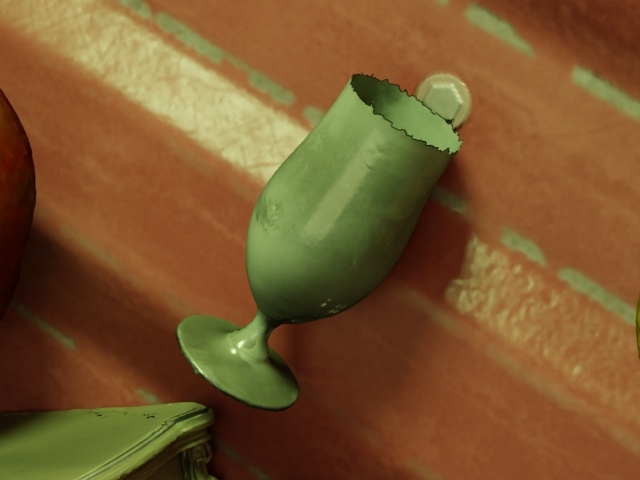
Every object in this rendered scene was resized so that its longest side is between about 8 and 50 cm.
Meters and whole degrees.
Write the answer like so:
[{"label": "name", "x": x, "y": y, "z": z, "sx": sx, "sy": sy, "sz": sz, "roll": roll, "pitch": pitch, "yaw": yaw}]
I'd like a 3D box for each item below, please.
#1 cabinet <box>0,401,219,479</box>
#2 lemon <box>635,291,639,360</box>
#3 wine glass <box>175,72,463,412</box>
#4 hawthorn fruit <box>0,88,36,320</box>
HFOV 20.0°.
[{"label": "cabinet", "x": -0.195, "y": 0.291, "z": 1.113, "sx": 0.227, "sy": 0.290, "sz": 0.318, "roll": -6, "pitch": 97, "yaw": 23}, {"label": "lemon", "x": 0.295, "y": 0.027, "z": 0.882, "sx": 0.258, "sy": 0.258, "sz": 0.310, "roll": 34, "pitch": 116, "yaw": 14}, {"label": "wine glass", "x": 0.000, "y": 0.000, "z": 1.089, "sx": 0.093, "sy": 0.093, "sz": 0.202, "roll": 39, "pitch": 114, "yaw": 12}, {"label": "hawthorn fruit", "x": -0.318, "y": -0.023, "z": 1.110, "sx": 0.295, "sy": 0.311, "sz": 0.295, "roll": 0, "pitch": 124, "yaw": 0}]
